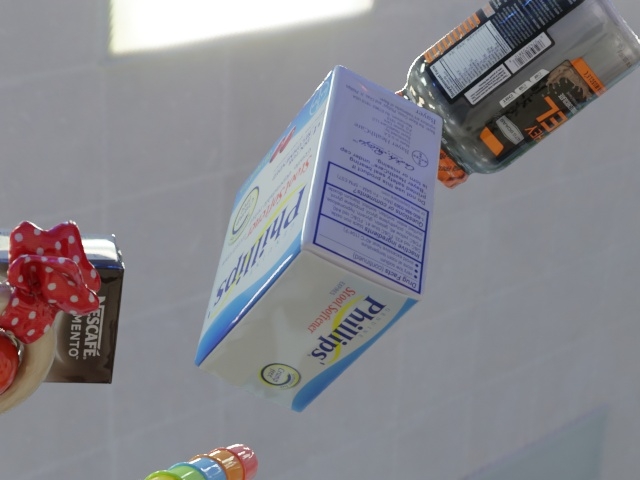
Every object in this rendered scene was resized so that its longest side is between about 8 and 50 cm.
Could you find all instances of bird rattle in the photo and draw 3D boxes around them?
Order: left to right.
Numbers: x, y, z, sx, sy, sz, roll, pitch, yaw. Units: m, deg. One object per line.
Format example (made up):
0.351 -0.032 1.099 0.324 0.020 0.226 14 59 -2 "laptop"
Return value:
-0.334 0.088 1.311 0.254 0.143 0.206 -21 -44 -32 "bird rattle"

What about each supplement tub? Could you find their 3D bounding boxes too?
0.273 -0.237 1.925 0.338 0.207 0.207 -38 -38 14 "supplement tub"

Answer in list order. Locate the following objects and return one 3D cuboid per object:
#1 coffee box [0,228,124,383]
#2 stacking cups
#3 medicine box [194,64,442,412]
-0.406 0.080 1.686 0.297 0.119 0.168 3 -69 -16 "coffee box"
-0.175 0.362 1.961 0.316 0.096 0.096 -8 -61 -66 "stacking cups"
0.000 0.000 1.528 0.149 0.289 0.263 26 -44 -16 "medicine box"
